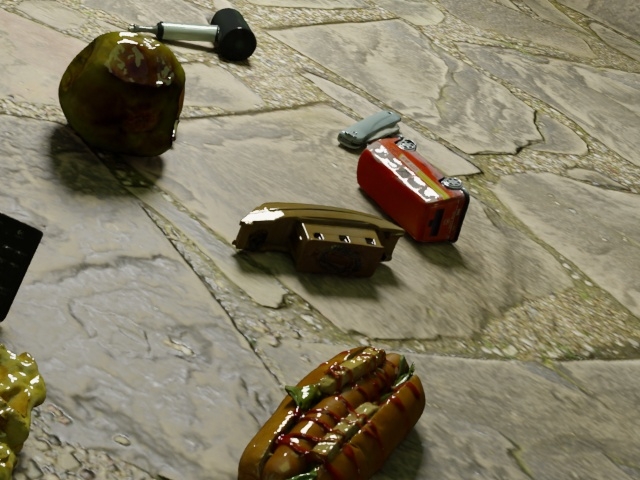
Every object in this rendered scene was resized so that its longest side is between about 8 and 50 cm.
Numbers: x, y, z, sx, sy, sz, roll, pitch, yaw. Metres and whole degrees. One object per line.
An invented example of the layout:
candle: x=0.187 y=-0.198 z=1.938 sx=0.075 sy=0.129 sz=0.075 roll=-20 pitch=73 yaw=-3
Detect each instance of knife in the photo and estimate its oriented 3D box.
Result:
knife: x=0.076 y=-0.162 z=1.538 sx=0.044 sy=0.023 sz=0.162 roll=33 pitch=30 yaw=15

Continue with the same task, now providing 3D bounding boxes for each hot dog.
hot dog: x=0.020 y=0.150 z=0.897 sx=0.104 sy=0.076 sz=0.250 roll=29 pitch=32 yaw=19

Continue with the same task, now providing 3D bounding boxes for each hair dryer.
hair dryer: x=-0.204 y=-0.329 z=1.637 sx=0.198 sy=0.057 sz=0.100 roll=0 pitch=31 yaw=-22

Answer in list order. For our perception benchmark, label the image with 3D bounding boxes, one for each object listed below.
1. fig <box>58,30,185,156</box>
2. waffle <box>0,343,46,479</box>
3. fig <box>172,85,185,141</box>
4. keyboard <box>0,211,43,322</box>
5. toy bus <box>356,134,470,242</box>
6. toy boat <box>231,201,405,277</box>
fig: x=-0.241 y=-0.178 z=1.244 sx=0.166 sy=0.144 sz=0.154 roll=23 pitch=4 yaw=33
waffle: x=-0.334 y=0.106 z=0.764 sx=0.291 sy=0.051 sz=0.291 roll=15 pitch=32 yaw=-9
fig: x=-0.204 y=-0.179 z=1.348 sx=0.089 sy=0.089 sz=0.125 roll=-17 pitch=70 yaw=-48
keyboard: x=-0.423 y=-0.045 z=0.861 sx=0.381 sy=0.103 sz=0.041 roll=24 pitch=-15 yaw=-16
toy bus: x=0.112 y=-0.067 z=1.341 sx=0.077 sy=0.079 sz=0.174 roll=-12 pitch=40 yaw=-30
toy boat: x=0.000 y=0.000 z=1.170 sx=0.201 sy=0.057 sz=0.077 roll=7 pitch=37 yaw=-22
